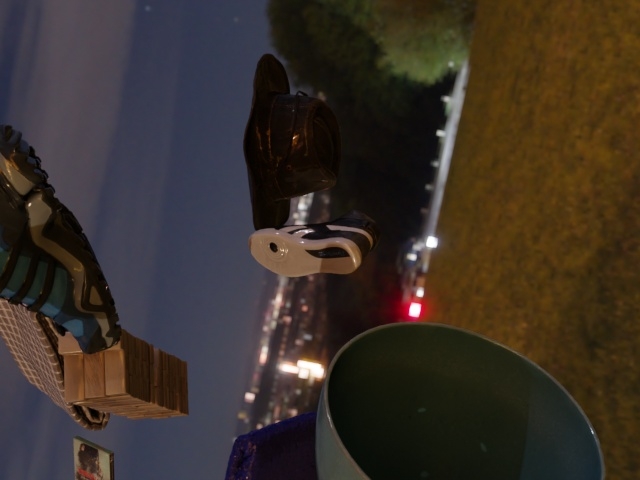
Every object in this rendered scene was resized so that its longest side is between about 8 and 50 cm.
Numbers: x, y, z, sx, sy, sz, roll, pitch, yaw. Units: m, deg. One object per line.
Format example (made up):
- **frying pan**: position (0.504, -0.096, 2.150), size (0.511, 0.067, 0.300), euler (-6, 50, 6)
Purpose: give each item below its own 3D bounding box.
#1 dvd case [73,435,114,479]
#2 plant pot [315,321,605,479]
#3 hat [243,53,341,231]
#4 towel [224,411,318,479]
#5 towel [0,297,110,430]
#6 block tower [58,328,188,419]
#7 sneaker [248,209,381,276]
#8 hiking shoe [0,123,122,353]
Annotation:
- **dvd case**: position (-0.388, 0.402, 1.913), size (0.013, 0.087, 0.119), euler (-28, -53, -51)
- **plant pot**: position (0.118, 0.252, 1.150), size (0.290, 0.290, 0.195), euler (-80, 7, -55)
- **hat**: position (-0.035, -0.162, 1.958), size (0.331, 0.134, 0.331), euler (2, -90, -79)
- **towel**: position (-0.032, 0.352, 1.686), size (0.308, 0.076, 0.227), euler (-10, -63, -47)
- **towel**: position (-0.454, 0.164, 1.880), size (0.235, 0.121, 0.283), euler (25, 141, 50)
- **block tower**: position (-0.279, 0.202, 1.629), size (0.335, 0.091, 0.097), euler (59, -155, -72)
- **sneaker**: position (0.000, 0.000, 1.781), size (0.121, 0.217, 0.079), euler (-40, -54, -44)
- **hiking shoe**: position (-0.306, 0.018, 1.137), size (0.113, 0.132, 0.304), euler (56, 170, 46)
